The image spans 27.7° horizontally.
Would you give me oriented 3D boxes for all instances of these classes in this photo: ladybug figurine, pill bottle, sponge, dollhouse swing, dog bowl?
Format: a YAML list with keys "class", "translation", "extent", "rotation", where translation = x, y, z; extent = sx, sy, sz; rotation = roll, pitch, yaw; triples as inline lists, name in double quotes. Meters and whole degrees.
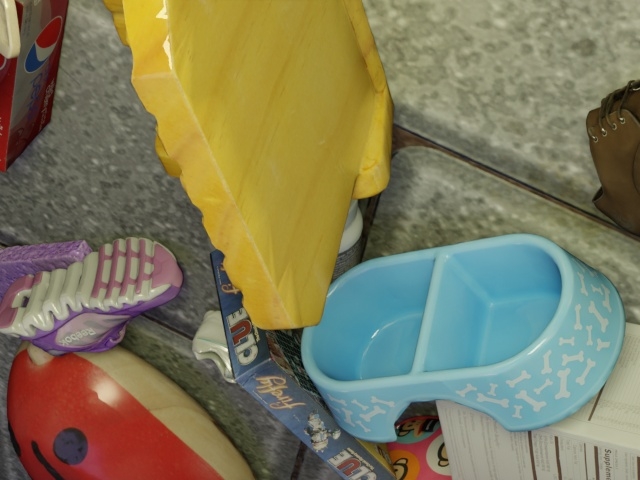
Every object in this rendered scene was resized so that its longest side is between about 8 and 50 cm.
- class: "ladybug figurine"
  translation: [-0.252, 0.286, 1.670]
  extent: [0.305, 0.162, 0.449]
  rotation: [-2, 136, 39]
- class: "pill bottle"
  translation: [0.000, 0.000, 1.206]
  extent: [0.078, 0.078, 0.137]
  rotation: [21, 144, 14]
- class: "sponge"
  translation: [-0.326, 0.054, 1.563]
  extent: [0.210, 0.031, 0.117]
  rotation: [-4, 133, 39]
- class: "dollhouse swing"
  translation: [-0.121, -0.137, 0.929]
  extent: [0.315, 0.305, 0.347]
  rotation: [8, 140, 30]
- class: "dog bowl"
  translation: [0.109, 0.079, 1.119]
  extent: [0.297, 0.166, 0.074]
  rotation: [-11, 139, 36]

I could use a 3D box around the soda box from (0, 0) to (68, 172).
- class: "soda box"
  translation: [-0.296, -0.180, 1.202]
  extent: [0.092, 0.083, 0.263]
  rotation: [31, 146, 2]

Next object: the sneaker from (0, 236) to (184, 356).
- class: "sneaker"
  translation: [-0.243, 0.073, 1.447]
  extent: [0.236, 0.095, 0.104]
  rotation: [-17, 132, 26]

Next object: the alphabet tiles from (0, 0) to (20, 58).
- class: "alphabet tiles"
  translation: [-0.297, -0.256, 1.005]
  extent: [0.278, 0.021, 0.284]
  rotation: [38, 137, 48]

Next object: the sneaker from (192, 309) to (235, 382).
- class: "sneaker"
  translation: [-0.076, 0.141, 1.457]
  extent: [0.152, 0.061, 0.054]
  rotation: [29, 144, 0]

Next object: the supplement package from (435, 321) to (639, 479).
- class: "supplement package"
  translation: [0.246, 0.161, 1.165]
  extent: [0.244, 0.139, 0.134]
  rotation: [12, 140, 26]

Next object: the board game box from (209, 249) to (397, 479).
- class: "board game box"
  translation: [-0.016, 0.125, 1.268]
  extent: [0.042, 0.165, 0.243]
  rotation: [-30, 132, 13]

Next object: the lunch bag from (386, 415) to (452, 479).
- class: "lunch bag"
  translation: [0.149, 0.320, 1.305]
  extent: [0.258, 0.293, 0.120]
  rotation: [0, 136, 32]

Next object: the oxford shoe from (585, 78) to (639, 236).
- class: "oxford shoe"
  translation: [0.234, -0.081, 0.925]
  extent: [0.096, 0.083, 0.227]
  rotation: [25, 144, 17]
